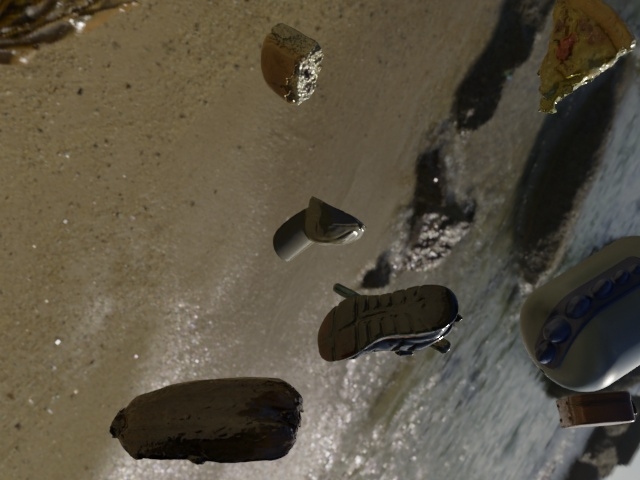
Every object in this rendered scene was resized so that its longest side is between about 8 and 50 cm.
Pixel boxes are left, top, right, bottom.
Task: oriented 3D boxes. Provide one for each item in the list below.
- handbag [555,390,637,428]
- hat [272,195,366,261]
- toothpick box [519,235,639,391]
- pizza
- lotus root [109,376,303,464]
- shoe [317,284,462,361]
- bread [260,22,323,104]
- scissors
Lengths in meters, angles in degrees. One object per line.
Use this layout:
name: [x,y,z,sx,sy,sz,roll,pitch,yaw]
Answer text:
handbag: [0.627,0.386,1.545,0.193,0.151,0.072,67,18,-69]
hat: [0.000,0.000,1.527,0.166,0.144,0.173,22,100,-56]
toothpick box: [0.563,0.149,1.365,0.355,0.263,0.263,-25,138,-23]
pizza: [0.583,-0.419,1.578,0.075,0.280,0.287,1,125,-30]
lotus root: [-0.197,0.284,1.132,0.167,0.330,0.078,-86,167,-52]
shoe: [0.133,0.163,1.304,0.137,0.291,0.114,38,40,-59]
bread: [-0.058,-0.315,1.231,0.082,0.106,0.125,-50,163,-30]
scissors: [0.157,0.170,1.492,0.041,0.289,0.138,-62,152,-4]
